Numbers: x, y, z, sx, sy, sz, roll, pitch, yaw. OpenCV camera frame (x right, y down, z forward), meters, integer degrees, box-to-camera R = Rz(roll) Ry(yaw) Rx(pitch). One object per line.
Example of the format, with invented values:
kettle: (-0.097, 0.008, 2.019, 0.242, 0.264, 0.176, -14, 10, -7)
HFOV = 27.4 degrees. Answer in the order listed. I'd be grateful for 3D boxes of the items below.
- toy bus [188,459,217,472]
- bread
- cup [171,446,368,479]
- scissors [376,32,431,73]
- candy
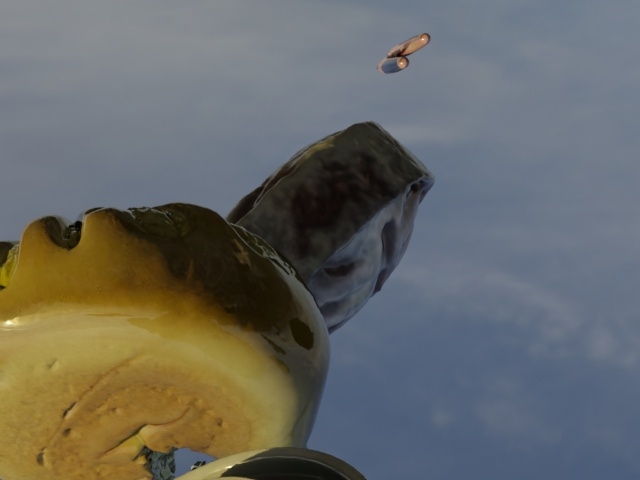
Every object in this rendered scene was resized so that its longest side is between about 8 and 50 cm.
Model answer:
toy bus: (-0.058, 0.268, 1.251, 0.167, 0.073, 0.076, 9, -159, 23)
bread: (-0.153, 0.087, 1.038, 0.333, 0.333, 0.160, 4, -131, -1)
cup: (0.004, 0.320, 0.741, 0.253, 0.371, 0.253, -25, -152, 15)
scissors: (0.069, -0.163, 1.160, 0.012, 0.039, 0.113, 42, 174, -10)
candy: (0.000, 0.000, 1.329, 0.157, 0.214, 0.289, 43, -131, 10)
